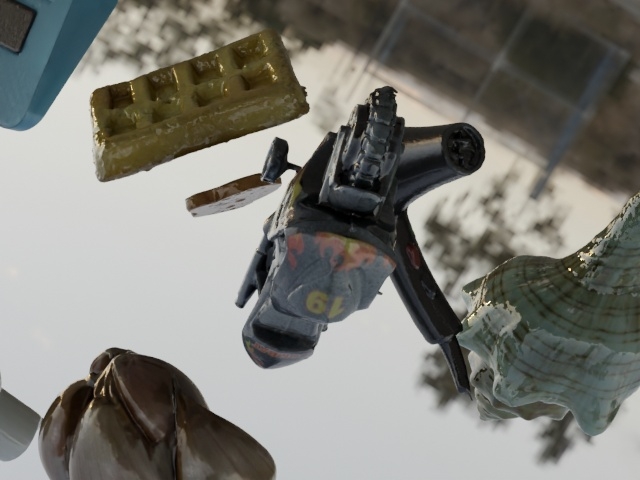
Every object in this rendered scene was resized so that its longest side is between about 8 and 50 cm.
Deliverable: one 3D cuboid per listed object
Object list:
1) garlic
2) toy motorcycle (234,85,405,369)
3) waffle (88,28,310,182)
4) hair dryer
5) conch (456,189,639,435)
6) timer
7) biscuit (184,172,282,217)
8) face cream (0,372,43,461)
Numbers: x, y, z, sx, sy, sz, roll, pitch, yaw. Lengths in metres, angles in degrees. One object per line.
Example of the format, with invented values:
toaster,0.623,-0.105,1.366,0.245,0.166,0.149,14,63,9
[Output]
garlic,-0.162,0.205,1.542,0.214,0.160,0.191,34,166,44
toy motorcycle,0.000,0.000,1.298,0.108,0.173,0.307,16,156,-8
waffle,-0.155,-0.166,2.002,0.168,0.274,0.057,-106,-3,-57
hair dryer,0.102,0.015,1.478,0.235,0.091,0.271,-10,109,57
conch,0.226,0.093,1.589,0.203,0.169,0.386,53,159,16
timer,-0.421,-0.287,2.285,0.232,0.250,0.091,29,-176,34
biscuit,-0.110,-0.055,1.953,0.118,0.023,0.140,-12,173,-38
face cream,-0.448,0.140,1.830,0.370,0.145,0.145,39,-174,-29
